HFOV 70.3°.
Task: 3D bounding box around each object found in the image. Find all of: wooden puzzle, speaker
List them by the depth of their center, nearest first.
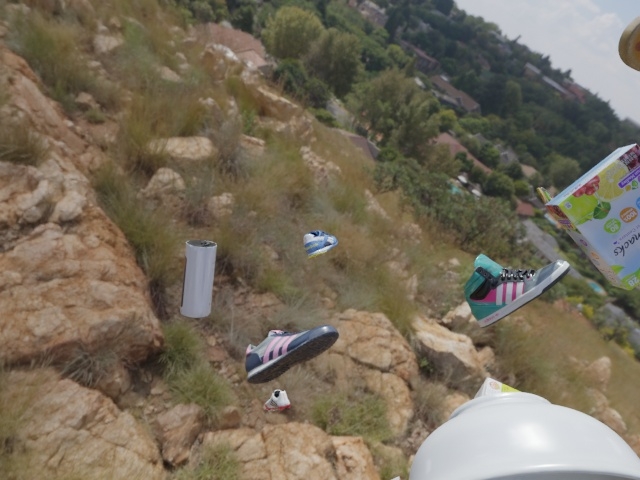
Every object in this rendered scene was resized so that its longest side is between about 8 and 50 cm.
[{"bbox_3d":[-0.221,0.068,0.827,0.055,0.136,0.055,8,13,-2],"label":"speaker"},{"bbox_3d":[0.612,-0.103,1.207,0.116,0.014,0.078,8,58,-46],"label":"wooden puzzle"}]

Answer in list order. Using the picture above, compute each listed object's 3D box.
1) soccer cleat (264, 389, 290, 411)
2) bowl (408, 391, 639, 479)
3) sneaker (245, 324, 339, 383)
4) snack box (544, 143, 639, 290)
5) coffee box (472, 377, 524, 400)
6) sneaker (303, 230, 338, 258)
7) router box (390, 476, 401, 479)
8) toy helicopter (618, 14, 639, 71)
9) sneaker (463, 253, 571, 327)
[{"bbox_3d":[-0.077,0.282,0.802,0.029,0.083,0.035,-5,76,-28],"label":"soccer cleat"},{"bbox_3d":[0.238,0.281,0.555,0.298,0.297,0.134,23,37,-17],"label":"bowl"},{"bbox_3d":[-0.098,0.304,1.351,0.112,0.319,0.131,44,21,-48],"label":"sneaker"},{"bbox_3d":[0.563,-0.042,0.842,0.207,0.175,0.070,49,7,0],"label":"snack box"},{"bbox_3d":[0.567,0.689,1.320,0.335,0.337,0.338,22,34,13],"label":"coffee box"},{"bbox_3d":[0.000,0.000,1.095,0.059,0.053,0.144,63,20,0],"label":"sneaker"},{"bbox_3d":[0.014,0.568,0.826,0.301,0.336,0.082,66,0,-72],"label":"router box"},{"bbox_3d":[0.609,-0.249,0.652,0.356,0.234,0.140,21,34,-6],"label":"toy helicopter"},{"bbox_3d":[0.527,0.100,1.289,0.178,0.296,0.124,56,26,13],"label":"sneaker"}]
